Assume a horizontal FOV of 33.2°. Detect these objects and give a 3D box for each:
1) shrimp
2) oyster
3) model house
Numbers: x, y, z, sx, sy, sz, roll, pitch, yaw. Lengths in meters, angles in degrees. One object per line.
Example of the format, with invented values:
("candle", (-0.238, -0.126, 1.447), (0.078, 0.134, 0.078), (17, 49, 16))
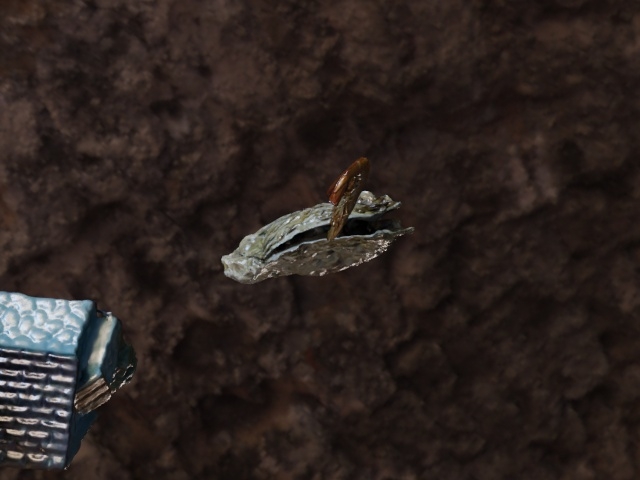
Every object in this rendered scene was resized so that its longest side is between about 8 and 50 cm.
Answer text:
("shrimp", (0.025, -0.046, 1.330), (0.091, 0.025, 0.127), (-37, -28, -57))
("oyster", (0.000, 0.000, 1.628), (0.198, 0.268, 0.112), (-20, -84, -57))
("model house", (-0.399, 0.216, 1.410), (0.226, 0.262, 0.241), (89, -173, -54))
